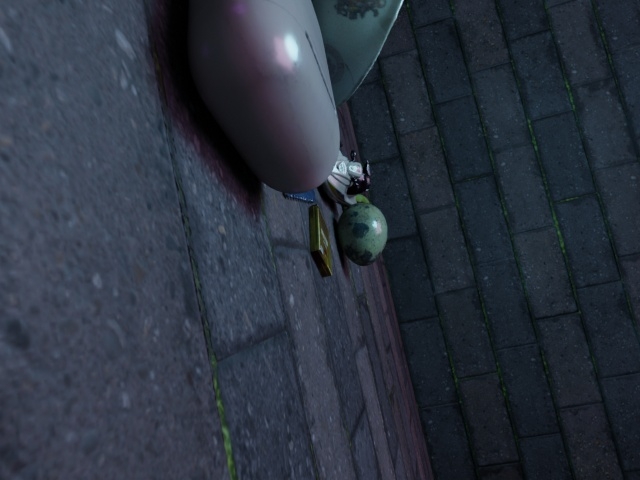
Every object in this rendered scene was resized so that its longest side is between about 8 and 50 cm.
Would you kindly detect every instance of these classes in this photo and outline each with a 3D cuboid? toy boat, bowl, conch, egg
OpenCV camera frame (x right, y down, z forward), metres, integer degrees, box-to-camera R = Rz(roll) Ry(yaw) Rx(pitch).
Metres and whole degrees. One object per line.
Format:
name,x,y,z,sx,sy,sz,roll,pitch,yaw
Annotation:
toy boat,0.070,-0.169,1.297,0.269,0.140,0.141,44,34,-80
bowl,0.028,-0.572,1.220,0.196,0.435,0.435,22,39,-20
conch,0.122,-0.113,1.646,0.200,0.079,0.095,-21,112,-62
egg,0.117,-0.018,1.319,0.141,0.141,0.182,54,33,-64

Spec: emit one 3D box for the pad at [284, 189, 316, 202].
pad,-0.066,-0.209,0.965,0.269,0.012,0.269,-19,95,-79

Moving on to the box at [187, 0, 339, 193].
box,-0.071,-0.257,0.649,0.289,0.141,0.349,60,20,-59

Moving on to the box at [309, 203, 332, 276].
box,0.000,0.000,1.017,0.090,0.023,0.133,63,17,-46

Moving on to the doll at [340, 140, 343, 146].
doll,0.024,-0.276,1.398,0.165,0.057,0.139,53,28,-54
